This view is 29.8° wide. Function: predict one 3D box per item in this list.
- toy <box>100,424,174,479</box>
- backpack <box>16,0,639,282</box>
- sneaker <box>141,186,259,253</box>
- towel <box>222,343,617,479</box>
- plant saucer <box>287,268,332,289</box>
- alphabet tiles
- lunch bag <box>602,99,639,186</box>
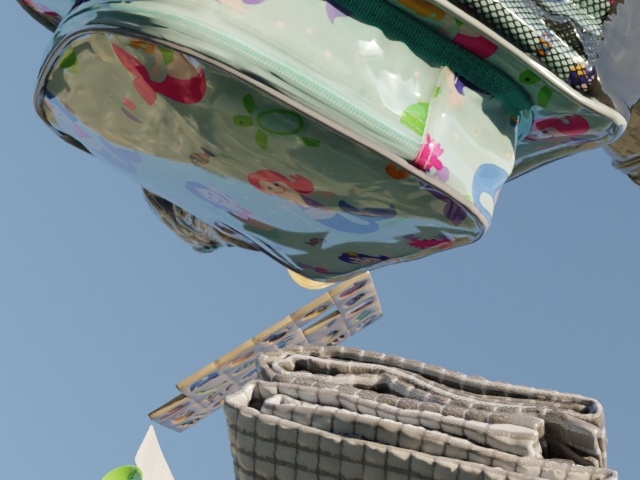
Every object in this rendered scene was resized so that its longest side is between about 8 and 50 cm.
[{"bbox_3d":[-0.148,0.298,1.067,0.056,0.137,0.237,-6,-58,15],"label":"toy"},{"bbox_3d":[-0.015,-0.107,0.495,0.253,0.191,0.225,37,-22,-15],"label":"backpack"},{"bbox_3d":[-0.127,-0.036,1.519,0.283,0.110,0.122,30,-40,45],"label":"sneaker"},{"bbox_3d":[0.080,0.209,0.891,0.283,0.121,0.235,8,-63,23],"label":"towel"},{"bbox_3d":[0.000,0.000,1.016,0.015,0.083,0.083,28,-53,48],"label":"plant saucer"},{"bbox_3d":[-0.048,0.112,1.143,0.237,0.198,0.009,-31,-106,-2],"label":"alphabet tiles"},{"bbox_3d":[0.441,-0.166,1.227,0.256,0.305,0.212,44,-28,-16],"label":"lunch bag"}]
